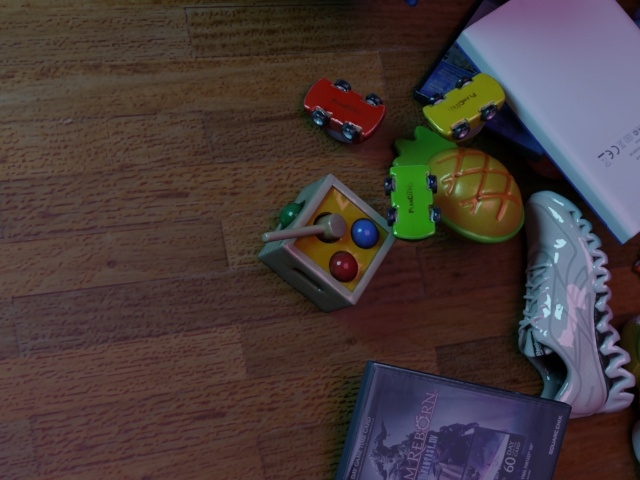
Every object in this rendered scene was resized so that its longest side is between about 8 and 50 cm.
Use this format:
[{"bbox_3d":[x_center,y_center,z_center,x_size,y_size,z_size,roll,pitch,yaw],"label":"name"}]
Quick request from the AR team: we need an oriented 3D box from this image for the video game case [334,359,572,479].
[{"bbox_3d":[0.152,0.260,1.491,0.274,0.026,0.196,14,92,-24],"label":"video game case"}]

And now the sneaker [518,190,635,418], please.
[{"bbox_3d":[0.298,0.082,1.594,0.118,0.110,0.292,-13,85,-19],"label":"sneaker"}]

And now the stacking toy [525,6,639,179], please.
[{"bbox_3d":[0.387,-0.196,1.689,0.330,0.141,0.141,-38,97,-21],"label":"stacking toy"}]

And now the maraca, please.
[{"bbox_3d":[0.169,-0.069,1.563,0.186,0.099,0.127,45,48,15],"label":"maraca"}]

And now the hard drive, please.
[{"bbox_3d":[0.343,-0.176,1.579,0.210,0.040,0.319,-35,81,-23],"label":"hard drive"}]

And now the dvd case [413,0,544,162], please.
[{"bbox_3d":[0.256,-0.233,1.635,0.180,0.022,0.253,29,65,13],"label":"dvd case"}]

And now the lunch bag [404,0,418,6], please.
[{"bbox_3d":[0.019,-0.503,1.444,0.328,0.239,0.385,14,75,-11],"label":"lunch bag"}]

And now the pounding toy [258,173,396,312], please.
[{"bbox_3d":[0.000,0.000,1.458,0.141,0.100,0.130,40,65,-15],"label":"pounding toy"}]

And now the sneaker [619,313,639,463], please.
[{"bbox_3d":[0.468,0.210,1.655,0.126,0.091,0.240,-1,79,-27],"label":"sneaker"}]

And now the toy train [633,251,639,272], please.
[{"bbox_3d":[0.502,0.043,1.732,0.166,0.046,0.125,-16,87,-29],"label":"toy train"}]

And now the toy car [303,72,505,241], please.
[{"bbox_3d":[0.101,-0.090,1.497,0.239,0.053,0.225,-2,62,2],"label":"toy car"}]
